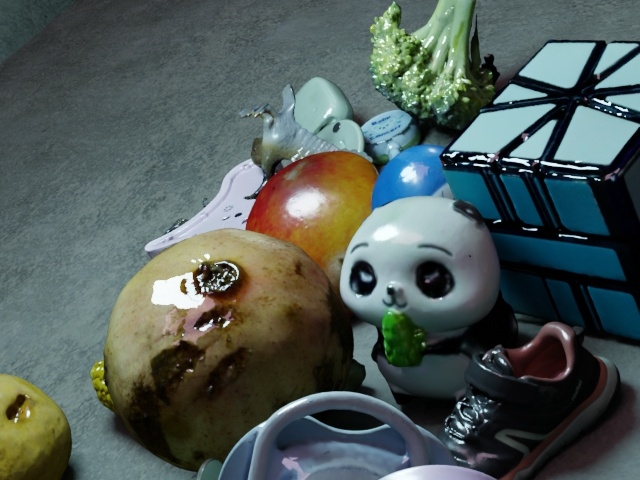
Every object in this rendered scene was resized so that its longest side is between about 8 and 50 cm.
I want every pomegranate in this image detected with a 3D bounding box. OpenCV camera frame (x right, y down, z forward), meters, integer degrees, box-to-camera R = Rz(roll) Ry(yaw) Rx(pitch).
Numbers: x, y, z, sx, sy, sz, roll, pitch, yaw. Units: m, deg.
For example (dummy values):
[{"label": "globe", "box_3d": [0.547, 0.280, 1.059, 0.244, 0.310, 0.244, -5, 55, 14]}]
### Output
[{"label": "pomegranate", "box_3d": [-0.118, 0.136, 1.574, 0.322, 0.322, 0.322, -20, 30, 12]}]

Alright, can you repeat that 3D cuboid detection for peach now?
[{"label": "peach", "box_3d": [0.000, 0.000, 1.914, 0.274, 0.245, 0.248, -38, 2, 2]}]

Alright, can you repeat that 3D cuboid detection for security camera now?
[{"label": "security camera", "box_3d": [0.015, -0.175, 2.264, 0.157, 0.080, 0.301, -49, 37, 19]}]

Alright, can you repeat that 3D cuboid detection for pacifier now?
[{"label": "pacifier", "box_3d": [0.023, 0.269, 1.414, 0.278, 0.228, 0.207, 5, 6, -3]}]

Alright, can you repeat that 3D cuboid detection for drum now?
[{"label": "drum", "box_3d": [0.111, -0.146, 2.180, 0.130, 0.049, 0.253, -15, 31, 20]}]

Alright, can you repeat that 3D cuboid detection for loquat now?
[{"label": "loquat", "box_3d": [-0.464, 0.297, 1.805, 0.208, 0.208, 0.208, -20, 30, 12]}]

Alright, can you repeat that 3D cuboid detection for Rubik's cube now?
[{"label": "Rubik's cube", "box_3d": [0.370, -0.070, 1.607, 0.288, 0.283, 0.293, 13, 52, 48]}]

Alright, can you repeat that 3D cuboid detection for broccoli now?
[{"label": "broccoli", "box_3d": [0.211, -0.330, 2.171, 0.246, 0.243, 0.263, -4, 36, -32]}]

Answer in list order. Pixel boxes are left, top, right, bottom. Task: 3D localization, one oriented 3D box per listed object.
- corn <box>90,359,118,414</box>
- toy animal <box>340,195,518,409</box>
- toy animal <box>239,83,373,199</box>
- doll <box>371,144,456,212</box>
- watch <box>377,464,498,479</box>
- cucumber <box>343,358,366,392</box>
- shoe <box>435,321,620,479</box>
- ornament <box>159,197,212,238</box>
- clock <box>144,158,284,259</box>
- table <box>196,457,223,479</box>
[{"label": "corn", "box_3d": [-0.219, 0.226, 1.803, 0.321, 0.119, 0.119, 4, 42, 47]}, {"label": "toy animal", "box_3d": [0.138, 0.080, 1.589, 0.212, 0.267, 0.213, -18, 35, 13]}, {"label": "toy animal", "box_3d": [-0.084, -0.160, 2.126, 0.197, 0.160, 0.272, -37, 27, -30]}, {"label": "doll", "box_3d": [0.191, -0.041, 1.768, 0.215, 0.256, 0.161, -48, 49, 43]}, {"label": "watch", "box_3d": [0.143, 0.336, 1.220, 0.248, 0.218, 0.211, -18, 31, 18]}, {"label": "cucumber", "box_3d": [-0.059, 0.175, 1.788, 0.303, 0.072, 0.081, 10, 46, 48]}, {"label": "shoe", "box_3d": [0.214, 0.198, 1.462, 0.291, 0.137, 0.114, -35, 29, -7]}, {"label": "ornament", "box_3d": [-0.240, -0.035, 2.319, 0.073, 0.028, 0.125, 0, 41, 39]}, {"label": "clock", "box_3d": [-0.161, -0.024, 2.183, 0.290, 0.080, 0.275, -24, 29, 3]}, {"label": "table", "box_3d": [-0.137, 0.372, 1.447, 0.166, 0.167, 0.198, -4, 37, 36]}]
